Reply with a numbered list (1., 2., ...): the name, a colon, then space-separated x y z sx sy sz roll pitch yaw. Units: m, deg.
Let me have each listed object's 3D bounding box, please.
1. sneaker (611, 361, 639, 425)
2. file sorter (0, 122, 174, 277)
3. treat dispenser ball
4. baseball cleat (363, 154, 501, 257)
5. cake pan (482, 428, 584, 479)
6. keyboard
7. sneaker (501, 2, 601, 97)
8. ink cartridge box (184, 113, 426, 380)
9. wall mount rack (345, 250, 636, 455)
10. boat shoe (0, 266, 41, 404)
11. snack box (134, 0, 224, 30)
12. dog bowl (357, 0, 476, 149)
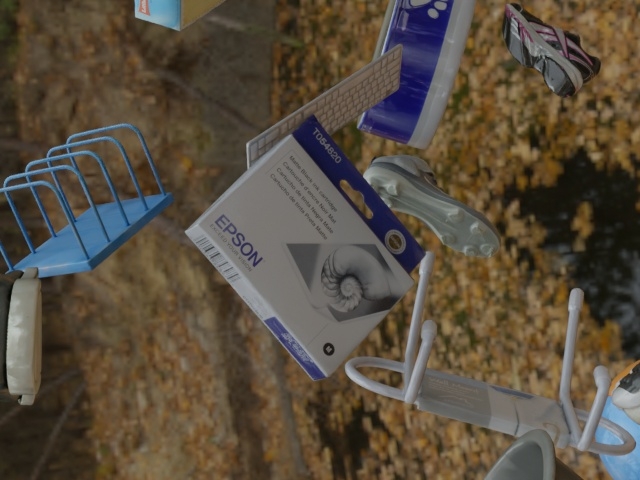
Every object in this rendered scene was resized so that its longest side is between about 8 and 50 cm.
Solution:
1. sneaker: 0.361 0.143 1.022 0.110 0.292 0.118 -49 57 24
2. file sorter: -0.264 -0.045 1.233 0.118 0.170 0.105 -7 113 29
3. treat dispenser ball: 0.654 0.352 2.102 0.288 0.288 0.288 175 90 -70
4. baseball cleat: 0.157 -0.057 1.528 0.072 0.205 0.109 -57 5 40
5. cake pan: 0.108 0.270 0.762 0.293 0.054 0.293 -64 -2 -5
6. keyboard: 0.008 -0.149 1.340 0.014 0.256 0.072 40 148 23
7. sneaker: 0.334 -0.280 1.646 0.178 0.077 0.072 55 160 25
8. ink cartridge box: 0.000 0.000 1.255 0.223 0.224 0.045 49 150 -10
9. wall mount rack: 0.215 0.132 1.367 0.304 0.349 0.131 -71 -4 -76
10. boat shoe: -0.273 0.076 0.906 0.319 0.099 0.116 160 110 -74
11. snack box: -0.080 -0.364 1.176 0.060 0.322 0.187 21 129 19
12. dog bowl: 0.135 -0.268 1.599 0.265 0.104 0.265 -164 90 -88
